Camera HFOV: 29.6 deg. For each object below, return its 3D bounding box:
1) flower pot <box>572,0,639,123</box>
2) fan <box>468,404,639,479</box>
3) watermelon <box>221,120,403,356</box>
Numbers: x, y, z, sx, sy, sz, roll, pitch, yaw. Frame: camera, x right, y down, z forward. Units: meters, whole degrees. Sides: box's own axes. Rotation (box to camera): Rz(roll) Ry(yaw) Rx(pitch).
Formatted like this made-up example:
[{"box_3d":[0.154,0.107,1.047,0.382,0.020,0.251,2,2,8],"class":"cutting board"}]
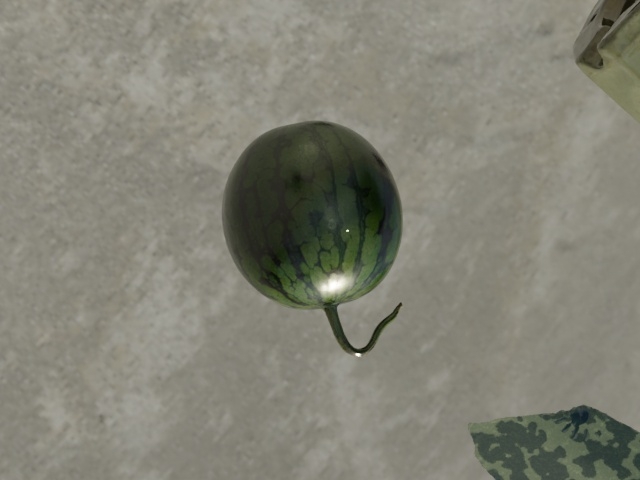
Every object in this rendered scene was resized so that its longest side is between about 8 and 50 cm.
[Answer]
[{"box_3d":[0.325,-0.118,0.814,0.290,0.259,0.290,-53,-175,7],"class":"flower pot"},{"box_3d":[0.274,0.240,1.303,0.009,0.240,0.131,72,28,-67],"class":"fan"},{"box_3d":[0.000,0.000,0.939,0.141,0.187,0.140,-14,168,-3],"class":"watermelon"}]
